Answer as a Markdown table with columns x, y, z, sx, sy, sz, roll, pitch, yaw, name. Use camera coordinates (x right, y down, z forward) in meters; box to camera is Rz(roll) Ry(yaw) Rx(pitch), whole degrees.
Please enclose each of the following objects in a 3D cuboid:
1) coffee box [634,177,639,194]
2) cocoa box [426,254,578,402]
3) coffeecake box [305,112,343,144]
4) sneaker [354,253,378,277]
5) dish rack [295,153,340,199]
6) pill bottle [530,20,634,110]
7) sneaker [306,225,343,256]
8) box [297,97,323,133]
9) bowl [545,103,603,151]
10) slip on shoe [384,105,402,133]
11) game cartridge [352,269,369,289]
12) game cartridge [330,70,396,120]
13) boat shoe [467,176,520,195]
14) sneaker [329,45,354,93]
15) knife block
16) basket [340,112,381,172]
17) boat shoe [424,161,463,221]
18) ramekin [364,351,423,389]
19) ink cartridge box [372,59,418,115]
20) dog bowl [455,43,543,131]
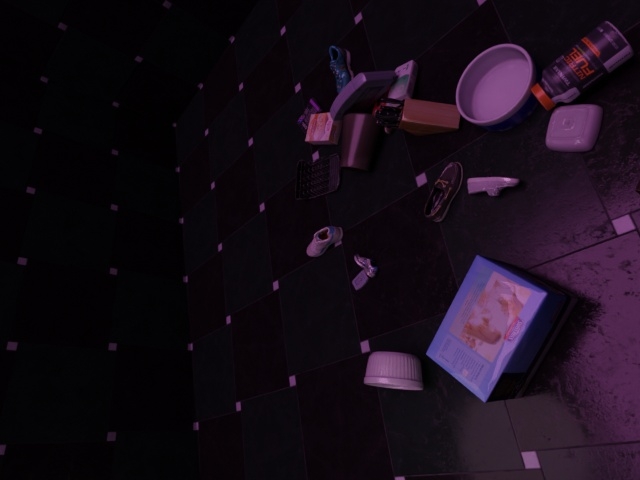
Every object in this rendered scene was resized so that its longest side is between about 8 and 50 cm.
| x | y | z | sx | sy | sz | roll | pitch | yaw | name |
| --- | --- | --- | --- | --- | --- | --- | --- | --- | --- |
| 0.893 | -0.211 | 1.046 | 0.141 | 0.098 | 0.247 | 28 | 102 | 49 | coffee box |
| 0.518 | 0.252 | 1.262 | 0.231 | 0.227 | 0.348 | 37 | 108 | 47 | cocoa box |
| 0.018 | -0.554 | 2.168 | 0.185 | 0.068 | 0.143 | 13 | 90 | 49 | coffeecake box |
| 0.196 | 0.094 | 1.821 | 0.058 | 0.052 | 0.135 | -52 | 53 | 14 | sneaker |
| -0.011 | -0.314 | 2.137 | 0.271 | 0.074 | 0.209 | -10 | 74 | 47 | dish rack |
| 0.742 | -0.490 | 1.259 | 0.245 | 0.130 | 0.131 | -40 | 53 | 32 | pill bottle |
| 0.000 | 0.000 | 2.031 | 0.228 | 0.092 | 0.088 | -40 | 54 | 37 | sneaker |
| -0.056 | -0.660 | 2.311 | 0.162 | 0.029 | 0.116 | -53 | 45 | 24 | box |
| 0.742 | -0.337 | 1.290 | 0.142 | 0.053 | 0.142 | 16 | 95 | 50 | bowl |
| 0.317 | -0.513 | 1.830 | 0.041 | 0.051 | 0.136 | 38 | 102 | 49 | slip on shoe |
| 0.171 | 0.170 | 1.849 | 0.083 | 0.017 | 0.056 | -50 | 44 | 29 | game cartridge |
| 0.167 | -0.616 | 1.860 | 0.297 | 0.197 | 0.062 | -36 | 70 | 58 | game cartridge |
| 0.569 | -0.178 | 1.444 | 0.184 | 0.066 | 0.063 | 6 | 99 | 47 | boat shoe |
| 0.089 | -0.826 | 2.124 | 0.107 | 0.109 | 0.276 | -26 | 62 | 42 | sneaker |
| 0.349 | -0.474 | 1.631 | 0.275 | 0.242 | 0.088 | 6 | 86 | 49 | knife block |
| 0.167 | -0.422 | 1.906 | 0.204 | 0.154 | 0.227 | 14 | 94 | 51 | basket |
| 0.445 | -0.180 | 1.579 | 0.081 | 0.068 | 0.228 | 29 | 103 | 48 | boat shoe |
| 0.260 | 0.459 | 1.536 | 0.207 | 0.207 | 0.109 | -16 | 59 | 46 | ramekin |
| 0.300 | -0.639 | 1.846 | 0.224 | 0.056 | 0.181 | -8 | 60 | 47 | ink cartridge box |
| 0.597 | -0.505 | 1.459 | 0.264 | 0.104 | 0.265 | -16 | 68 | 46 | dog bowl |
